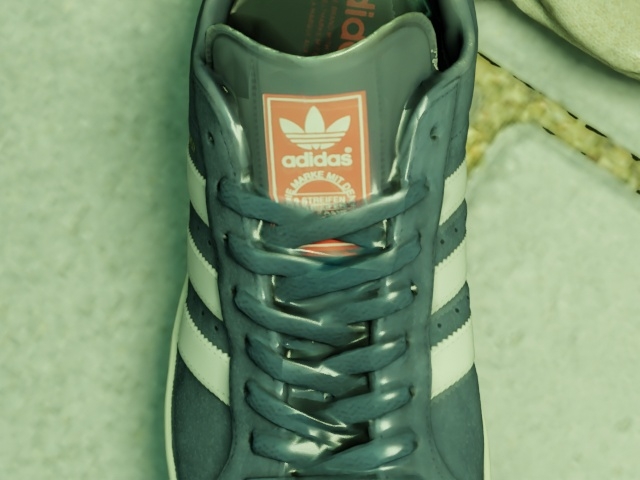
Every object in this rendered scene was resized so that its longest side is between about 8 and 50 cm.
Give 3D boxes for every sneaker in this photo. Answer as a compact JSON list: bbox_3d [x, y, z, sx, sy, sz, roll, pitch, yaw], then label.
[{"bbox_3d":[0.000,0.000,0.611,0.131,0.148,0.350,-3,71,-1],"label":"sneaker"}]

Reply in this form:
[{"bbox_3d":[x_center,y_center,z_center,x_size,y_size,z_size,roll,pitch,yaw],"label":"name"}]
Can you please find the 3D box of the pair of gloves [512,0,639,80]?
[{"bbox_3d":[0.191,-0.164,0.709,0.204,0.042,0.240,28,77,10],"label":"pair of gloves"}]
